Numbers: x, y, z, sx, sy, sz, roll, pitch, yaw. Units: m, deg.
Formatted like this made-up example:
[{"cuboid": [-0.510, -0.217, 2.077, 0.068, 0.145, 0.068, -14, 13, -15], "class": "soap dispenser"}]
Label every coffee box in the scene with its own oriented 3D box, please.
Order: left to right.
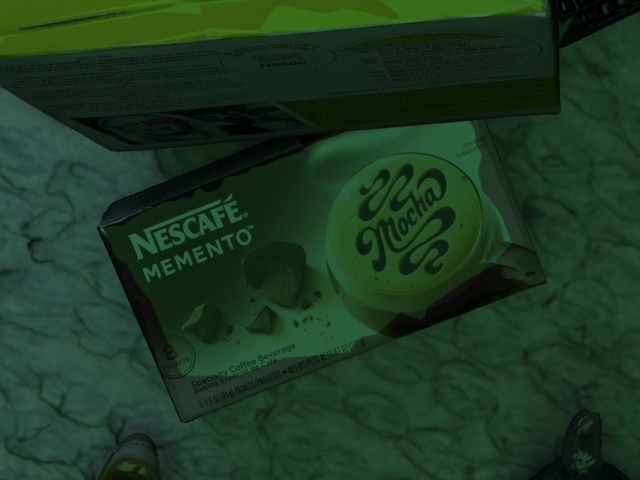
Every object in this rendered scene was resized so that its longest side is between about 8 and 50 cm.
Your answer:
[{"cuboid": [-0.022, -0.256, 1.100, 0.338, 0.334, 0.338, -3, 84, 9], "class": "coffee box"}, {"cuboid": [0.000, 0.000, 1.318, 0.297, 0.119, 0.168, -21, 100, 4], "class": "coffee box"}]

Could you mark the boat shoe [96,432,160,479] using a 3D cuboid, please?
[{"cuboid": [-0.162, 0.228, 1.395, 0.063, 0.059, 0.170, 19, 122, -8], "class": "boat shoe"}]

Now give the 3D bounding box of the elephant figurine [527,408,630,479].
[{"cuboid": [0.259, 0.273, 1.373, 0.239, 0.186, 0.169, 20, 58, -14], "class": "elephant figurine"}]

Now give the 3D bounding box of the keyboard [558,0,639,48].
[{"cuboid": [0.129, -0.294, 1.305, 0.201, 0.033, 0.317, -25, 99, 5], "class": "keyboard"}]
